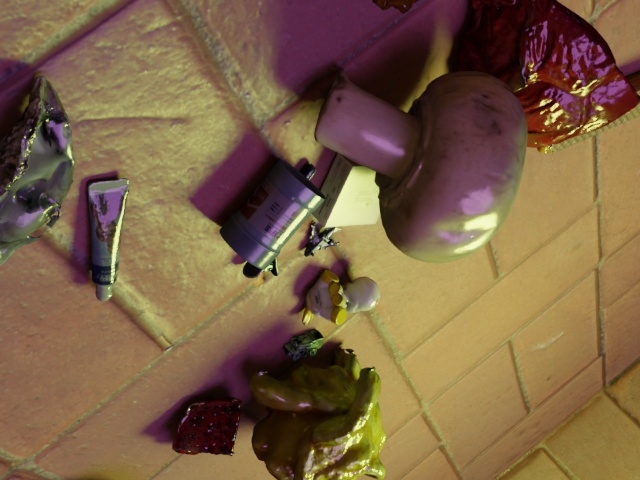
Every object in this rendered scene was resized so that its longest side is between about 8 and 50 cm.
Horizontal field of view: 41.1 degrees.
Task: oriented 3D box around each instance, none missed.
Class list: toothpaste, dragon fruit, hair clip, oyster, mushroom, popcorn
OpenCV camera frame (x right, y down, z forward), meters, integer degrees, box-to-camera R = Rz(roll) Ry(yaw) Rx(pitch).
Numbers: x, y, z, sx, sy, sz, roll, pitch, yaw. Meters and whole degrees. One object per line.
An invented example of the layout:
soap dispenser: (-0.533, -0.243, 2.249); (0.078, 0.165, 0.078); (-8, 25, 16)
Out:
toothpaste: (-0.316, 0.002, 1.255); (0.062, 0.037, 0.216); (-13, 132, -33)
dragon fruit: (-0.224, 0.378, 1.734); (0.161, 0.120, 0.127); (102, 0, -74)
dragon fruit: (0.335, -0.331, 1.450); (0.302, 0.240, 0.330); (-23, 128, 21)
hair clip: (-0.065, -0.031, 1.462); (0.070, 0.039, 0.229); (-2, 128, -42)
oyster: (-0.390, -0.057, 1.069); (0.199, 0.087, 0.252); (-34, 154, -27)
mushroom: (0.148, -0.139, 1.352); (0.336, 0.314, 0.314); (24, 116, -11)
popcorn: (0.014, 0.380, 1.768); (0.325, 0.290, 0.321); (-32, 163, 29)

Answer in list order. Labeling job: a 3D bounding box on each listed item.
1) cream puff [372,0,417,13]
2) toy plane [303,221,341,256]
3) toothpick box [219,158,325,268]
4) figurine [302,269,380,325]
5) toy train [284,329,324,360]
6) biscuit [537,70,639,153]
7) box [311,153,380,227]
cream puff: (0.110, -0.383, 1.203); (0.116, 0.094, 0.122); (-39, 123, -10)
toy plane: (0.000, 0.000, 1.566); (0.083, 0.031, 0.078); (-48, 130, 6)
toothpick box: (-0.078, -0.042, 1.380); (0.153, 0.101, 0.101); (-50, 145, 9)
figurine: (0.049, 0.115, 1.704); (0.178, 0.109, 0.129); (-10, 161, -39)
toy train: (-0.035, 0.217, 1.769); (0.083, 0.033, 0.053); (-7, 128, -40)
biscuit: (0.611, -0.282, 1.832); (0.378, 0.054, 0.094); (-23, 142, -25)
box: (0.065, -0.091, 1.509); (0.129, 0.051, 0.130); (-5, 131, -41)
